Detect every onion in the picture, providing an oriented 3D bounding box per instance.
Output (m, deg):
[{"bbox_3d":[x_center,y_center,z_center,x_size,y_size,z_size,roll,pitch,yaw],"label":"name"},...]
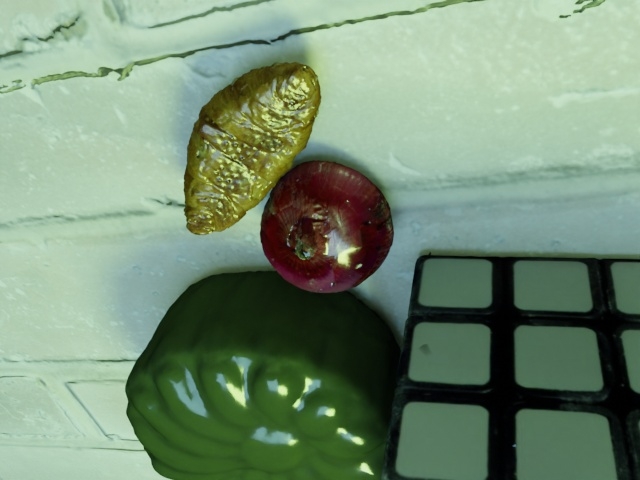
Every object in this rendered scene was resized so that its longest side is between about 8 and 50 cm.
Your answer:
[{"bbox_3d":[0.000,0.000,0.672,0.149,0.140,0.150,3,115,7],"label":"onion"}]

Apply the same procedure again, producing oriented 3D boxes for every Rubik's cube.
[{"bbox_3d":[0.240,0.221,0.680,0.303,0.301,0.305,-1,130,17],"label":"Rubik's cube"}]

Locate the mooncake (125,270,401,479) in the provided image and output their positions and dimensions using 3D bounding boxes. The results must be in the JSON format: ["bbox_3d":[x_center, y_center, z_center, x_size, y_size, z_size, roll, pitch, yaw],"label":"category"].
[{"bbox_3d":[-0.065,0.213,0.841,0.356,0.194,0.357,9,133,10],"label":"mooncake"}]

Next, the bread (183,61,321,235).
[{"bbox_3d":[-0.079,-0.098,0.653,0.104,0.076,0.233,25,126,-21],"label":"bread"}]
